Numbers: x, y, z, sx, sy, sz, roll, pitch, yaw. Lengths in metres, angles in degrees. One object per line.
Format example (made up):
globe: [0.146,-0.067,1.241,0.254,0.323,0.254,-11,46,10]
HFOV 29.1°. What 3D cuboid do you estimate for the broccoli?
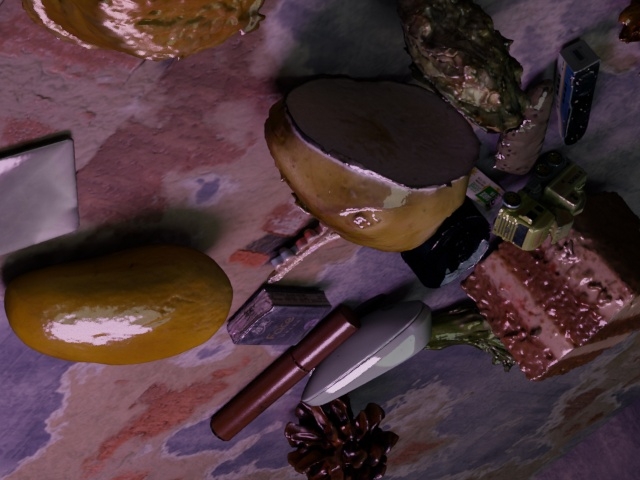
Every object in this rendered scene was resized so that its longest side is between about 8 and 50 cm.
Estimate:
broccoli: [0.290,0.183,2.442,0.304,0.145,0.165,1,136,-26]

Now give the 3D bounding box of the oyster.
oyster: [0.187,-0.246,1.597,0.260,0.198,0.092,36,127,-18]

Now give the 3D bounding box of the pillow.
pillow: [0.319,-0.167,1.970,0.093,0.051,0.241,-24,153,-14]

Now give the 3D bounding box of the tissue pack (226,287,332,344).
tissue pack: [-0.069,0.129,2.067,0.156,0.051,0.112,6,135,-50]

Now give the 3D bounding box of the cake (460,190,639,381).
cake: [0.461,0.077,2.261,0.282,0.255,0.290,-8,144,-51]

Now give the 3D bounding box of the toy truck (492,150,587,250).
toy truck: [0.387,-0.060,2.098,0.191,0.116,0.085,-41,157,-31]

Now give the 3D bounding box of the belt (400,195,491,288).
belt: [0.215,0.001,2.111,0.151,0.078,0.198,-27,150,-17]

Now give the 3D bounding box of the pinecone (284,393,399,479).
pinecone: [0.039,0.393,2.433,0.202,0.229,0.201,-40,122,17]

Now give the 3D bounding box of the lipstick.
lipstick: [-0.069,0.247,2.252,0.357,0.057,0.057,-43,150,20]

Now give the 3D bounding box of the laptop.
laptop: [-0.425,-0.030,1.502,0.269,0.015,0.187,-19,150,-21]

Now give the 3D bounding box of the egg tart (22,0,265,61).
egg tart: [-0.138,-0.297,1.218,0.340,0.153,0.351,-18,150,-29]

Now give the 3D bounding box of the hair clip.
hair clip: [-0.003,-0.006,1.922,0.214,0.056,0.062,-29,169,14]

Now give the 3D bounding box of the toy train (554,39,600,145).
toy train: [0.400,-0.227,1.955,0.052,0.051,0.234,-27,155,-7]

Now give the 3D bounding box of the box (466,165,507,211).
box: [0.246,-0.099,2.020,0.050,0.041,0.207,-43,151,12]

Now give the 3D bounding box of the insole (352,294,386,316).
insole: [0.062,0.137,2.258,0.135,0.002,0.045,-34,152,4]

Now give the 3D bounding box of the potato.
potato: [0.056,-0.083,1.647,0.300,0.246,0.196,-3,133,-38]

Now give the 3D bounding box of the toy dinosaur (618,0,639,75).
toy dinosaur: [0.583,-0.322,1.941,0.432,0.097,0.208,-14,138,-36]

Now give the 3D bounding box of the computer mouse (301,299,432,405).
computer mouse: [0.077,0.195,2.257,0.288,0.097,0.159,-29,-170,16]

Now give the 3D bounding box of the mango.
mango: [-0.279,0.096,1.731,0.332,0.142,0.195,-8,140,-24]
